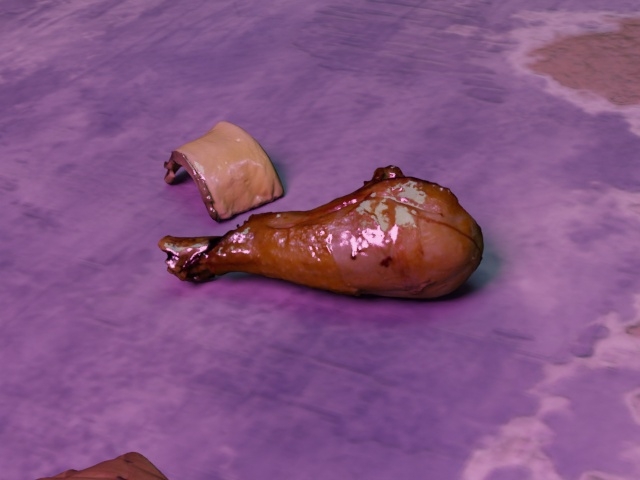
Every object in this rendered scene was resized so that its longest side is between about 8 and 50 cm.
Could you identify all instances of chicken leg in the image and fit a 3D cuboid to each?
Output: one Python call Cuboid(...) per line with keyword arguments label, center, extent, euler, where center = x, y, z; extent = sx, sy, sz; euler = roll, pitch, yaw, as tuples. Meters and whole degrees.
Cuboid(label="chicken leg", center=(0.000, 0.000, 0.721), extent=(0.178, 0.070, 0.093), euler=(-8, 24, 10))

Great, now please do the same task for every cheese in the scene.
Cuboid(label="cheese", center=(-0.070, -0.050, 0.822), extent=(0.060, 0.041, 0.084), euler=(-27, 39, -31))

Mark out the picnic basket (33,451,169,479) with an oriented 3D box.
Cuboid(label="picnic basket", center=(-0.101, 0.147, 0.406), extent=(0.179, 0.128, 0.138), euler=(-15, 30, -37))
